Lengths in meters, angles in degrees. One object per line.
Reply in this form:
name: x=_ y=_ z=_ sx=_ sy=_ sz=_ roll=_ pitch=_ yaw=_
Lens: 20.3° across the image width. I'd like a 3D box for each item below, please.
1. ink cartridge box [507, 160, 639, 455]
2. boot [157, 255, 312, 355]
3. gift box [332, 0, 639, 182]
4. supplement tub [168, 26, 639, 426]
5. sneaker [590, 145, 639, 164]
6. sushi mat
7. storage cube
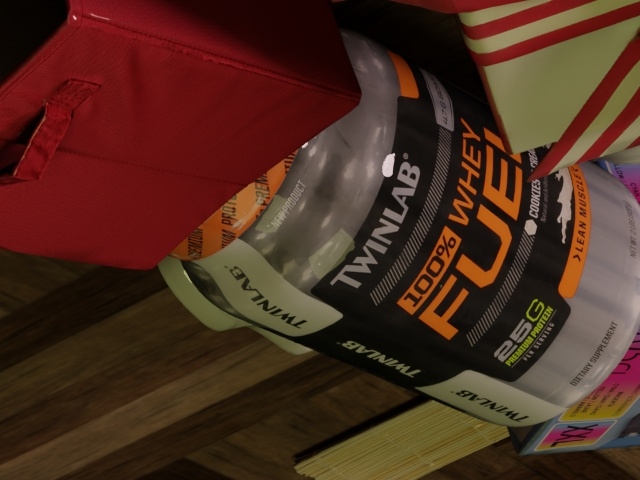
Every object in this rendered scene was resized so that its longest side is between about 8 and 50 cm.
ink cartridge box: x=0.359 y=0.041 z=1.442 sx=0.395 sy=0.151 sz=0.270 roll=-4 pitch=148 yaw=-20
boot: x=0.000 y=0.000 z=1.281 sx=0.176 sy=0.088 sz=0.244 roll=-27 pitch=156 yaw=21
gift box: x=0.134 y=-0.190 z=0.844 sx=0.276 sy=0.258 sz=0.255 roll=-22 pitch=149 yaw=11
supplement tub: x=0.044 y=-0.013 z=1.140 sx=0.316 sy=0.193 sz=0.193 roll=24 pitch=133 yaw=-33
sneaker: x=0.241 y=-0.130 z=1.185 sx=0.232 sy=0.090 sz=0.115 roll=-19 pitch=121 yaw=30
sushi mat: x=0.139 y=0.170 z=1.688 sx=0.316 sy=0.019 sz=0.151 roll=-28 pitch=147 yaw=22
storage cube: x=-0.126 y=-0.113 z=0.913 sx=0.193 sy=0.215 sz=0.183 roll=11 pitch=142 yaw=-46
